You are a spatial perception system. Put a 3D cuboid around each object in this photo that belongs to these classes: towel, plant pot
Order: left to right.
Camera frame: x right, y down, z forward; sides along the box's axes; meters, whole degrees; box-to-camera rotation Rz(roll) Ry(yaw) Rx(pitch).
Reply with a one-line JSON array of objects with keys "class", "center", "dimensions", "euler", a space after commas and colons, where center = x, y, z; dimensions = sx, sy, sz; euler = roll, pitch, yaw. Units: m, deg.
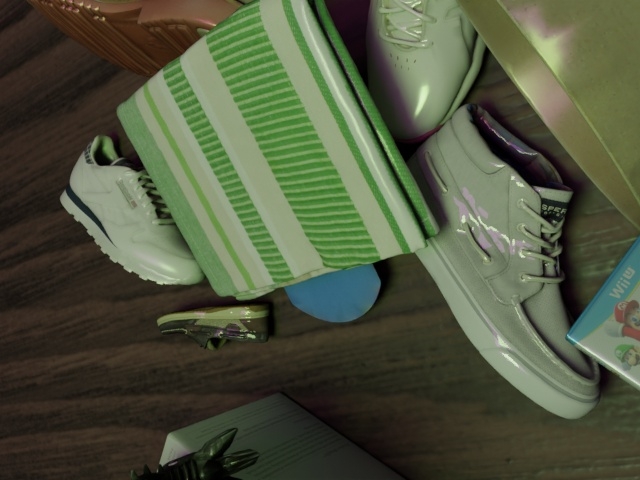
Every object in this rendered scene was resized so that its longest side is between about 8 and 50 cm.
[{"class": "towel", "center": [-0.059, -0.069, 0.704], "dimensions": [0.324, 0.038, 0.248], "euler": [-18, 103, 51]}, {"class": "plant pot", "center": [0.242, -0.184, 0.465], "dimensions": [0.274, 0.256, 0.257], "euler": [-37, 73, 15]}]

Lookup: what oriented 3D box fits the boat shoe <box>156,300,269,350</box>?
[{"class": "boat shoe", "center": [-0.122, 0.098, 0.841], "dimensions": [0.152, 0.056, 0.049], "euler": [-10, 84, 35]}]

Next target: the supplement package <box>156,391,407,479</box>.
[{"class": "supplement package", "center": [-0.007, 0.306, 0.707], "dimensions": [0.293, 0.177, 0.175], "euler": [28, 109, 30]}]

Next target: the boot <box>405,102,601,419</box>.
[{"class": "boot", "center": [0.160, 0.009, 0.609], "dimensions": [0.258, 0.095, 0.123], "euler": [53, 127, 20]}]

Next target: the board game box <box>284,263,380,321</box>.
[{"class": "board game box", "center": [0.000, 0.000, 0.753], "dimensions": [0.133, 0.033, 0.169], "euler": [-15, 105, 46]}]

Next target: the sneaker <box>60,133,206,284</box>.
[{"class": "sneaker", "center": [-0.212, -0.034, 0.877], "dimensions": [0.235, 0.090, 0.095], "euler": [36, 104, 25]}]

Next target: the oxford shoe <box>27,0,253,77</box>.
[{"class": "oxford shoe", "center": [-0.177, -0.269, 0.822], "dimensions": [0.396, 0.140, 0.147], "euler": [19, 78, 34]}]

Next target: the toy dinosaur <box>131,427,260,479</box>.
[{"class": "toy dinosaur", "center": [-0.145, 0.241, 0.558], "dimensions": [0.321, 0.218, 0.164], "euler": [14, 99, 32]}]

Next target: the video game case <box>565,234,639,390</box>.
[{"class": "video game case", "center": [0.281, 0.072, 0.541], "dimensions": [0.166, 0.015, 0.119], "euler": [36, 84, 22]}]

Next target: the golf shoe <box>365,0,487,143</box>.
[{"class": "golf shoe", "center": [0.079, -0.232, 0.619], "dimensions": [0.115, 0.140, 0.306], "euler": [17, 106, 31]}]
